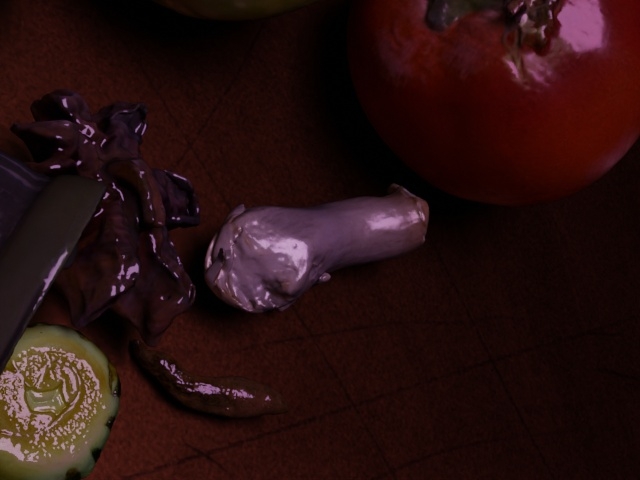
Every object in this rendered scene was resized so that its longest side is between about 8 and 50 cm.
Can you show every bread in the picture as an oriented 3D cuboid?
[{"bbox_3d":[-0.219,0.126,1.020,0.130,0.071,0.139,39,56,-14],"label":"bread"}]

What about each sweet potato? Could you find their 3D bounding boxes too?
[{"bbox_3d":[-0.094,0.127,1.158,0.153,0.038,0.041,23,34,-22],"label":"sweet potato"}]

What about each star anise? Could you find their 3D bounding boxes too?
[{"bbox_3d":[-0.162,-0.025,1.100,0.214,0.099,0.220,-6,69,-62],"label":"star anise"}]

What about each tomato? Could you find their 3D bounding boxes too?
[{"bbox_3d":[0.195,-0.189,1.395,0.321,0.321,0.322,19,59,-35],"label":"tomato"}]

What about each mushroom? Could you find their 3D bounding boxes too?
[{"bbox_3d":[-0.002,0.001,1.259,0.278,0.096,0.099,-15,83,-49],"label":"mushroom"}]

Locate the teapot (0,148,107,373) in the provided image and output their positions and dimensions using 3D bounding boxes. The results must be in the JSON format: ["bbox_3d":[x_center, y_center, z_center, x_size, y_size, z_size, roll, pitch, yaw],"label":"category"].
[{"bbox_3d":[-0.344,-0.007,0.876,0.337,0.270,0.200,31,9,-9],"label":"teapot"}]

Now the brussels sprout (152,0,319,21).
[{"bbox_3d":[-0.082,-0.365,1.234,0.344,0.268,0.344,14,65,-31],"label":"brussels sprout"}]
